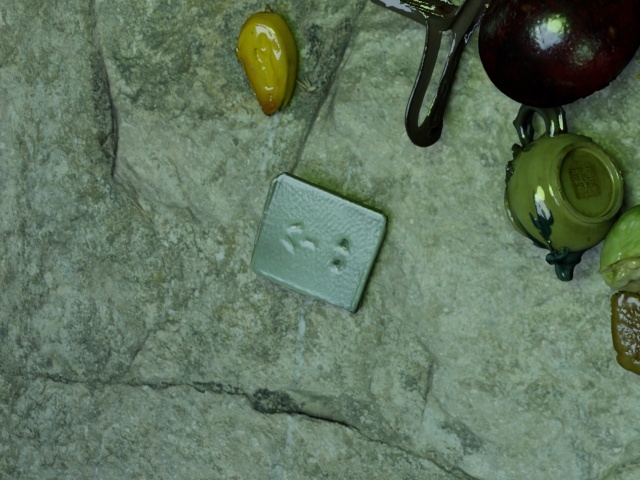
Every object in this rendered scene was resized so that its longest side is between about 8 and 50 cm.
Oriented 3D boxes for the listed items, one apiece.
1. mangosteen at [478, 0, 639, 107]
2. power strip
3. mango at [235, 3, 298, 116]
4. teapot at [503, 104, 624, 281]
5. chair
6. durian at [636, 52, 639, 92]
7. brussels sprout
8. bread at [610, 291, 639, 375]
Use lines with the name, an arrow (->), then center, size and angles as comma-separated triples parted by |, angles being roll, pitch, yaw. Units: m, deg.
mangosteen -> 0.302, -0.310, 1.606 | 0.235, 0.235, 0.261 | -30, 102, 36
power strip -> 0.000, 0.000, 2.017 | 0.213, 0.064, 0.198 | 24, 115, 11
mango -> -0.084, -0.299, 1.986 | 0.101, 0.066, 0.187 | 1, 109, 25
teapot -> 0.331, -0.074, 1.728 | 0.182, 0.173, 0.269 | -30, 76, 61
chair -> 0.150, -0.324, 1.757 | 0.183, 0.175, 0.326 | 29, 112, 14
durian -> 0.506, -0.128, 1.587 | 0.341, 0.191, 0.112 | 60, 158, 4
brussels sprout -> 0.460, 0.004, 1.649 | 0.151, 0.122, 0.149 | -3, 147, 13
bread -> 0.489, 0.130, 1.726 | 0.128, 0.069, 0.140 | -3, 103, 33
